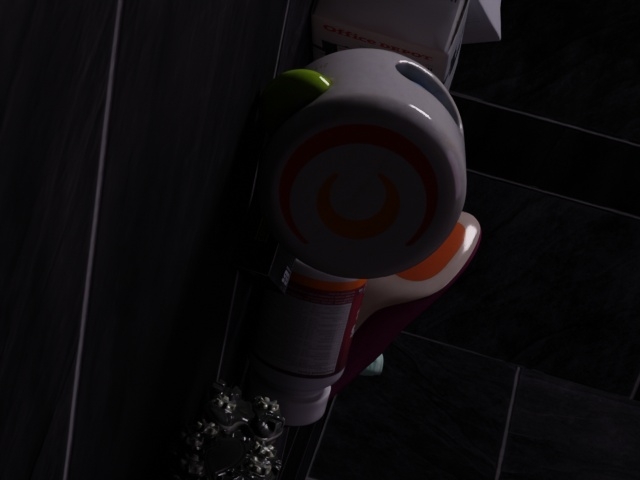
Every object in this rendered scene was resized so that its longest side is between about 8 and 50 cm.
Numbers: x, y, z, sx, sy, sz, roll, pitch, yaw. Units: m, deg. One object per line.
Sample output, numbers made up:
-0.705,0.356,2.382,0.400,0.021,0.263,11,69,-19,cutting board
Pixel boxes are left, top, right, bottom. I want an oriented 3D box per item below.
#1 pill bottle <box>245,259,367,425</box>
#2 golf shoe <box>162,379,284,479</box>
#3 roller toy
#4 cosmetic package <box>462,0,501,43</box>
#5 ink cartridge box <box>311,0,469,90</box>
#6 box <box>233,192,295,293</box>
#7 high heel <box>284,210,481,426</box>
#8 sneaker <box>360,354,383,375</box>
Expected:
-0.020,0.101,1.769,0.121,0.121,0.221,-64,169,-63,pill bottle
-0.098,0.232,1.451,0.273,0.105,0.120,-48,161,-78,golf shoe
0.039,-0.073,1.395,0.146,0.191,0.209,-84,176,-59,roller toy
0.144,-0.307,1.680,0.231,0.085,0.117,36,52,-71,cosmetic package
0.072,-0.217,1.597,0.208,0.153,0.087,85,23,-74,ink cartridge box
-0.036,-0.043,1.569,0.190,0.045,0.184,69,36,-81,box
0.060,0.104,1.995,0.377,0.127,0.181,-32,154,-13,high heel
0.022,0.197,2.392,0.256,0.151,0.094,-66,172,-51,sneaker
